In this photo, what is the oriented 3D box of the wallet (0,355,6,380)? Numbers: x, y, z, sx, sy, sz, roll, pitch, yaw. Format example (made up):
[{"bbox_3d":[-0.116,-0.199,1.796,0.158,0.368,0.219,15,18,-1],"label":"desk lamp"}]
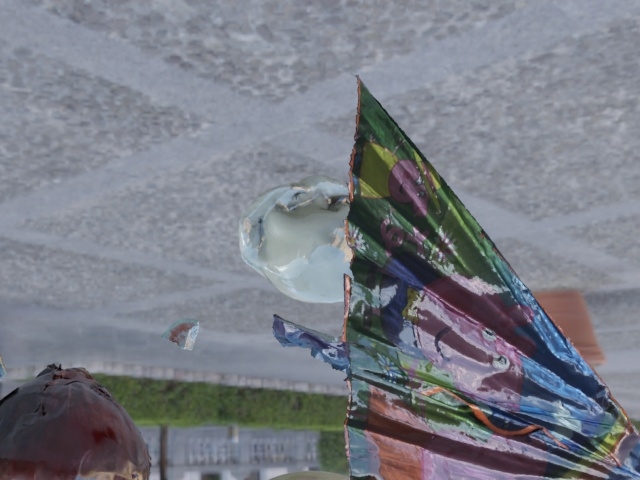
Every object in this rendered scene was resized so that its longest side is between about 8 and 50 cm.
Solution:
[{"bbox_3d":[-0.648,0.131,1.303,0.360,0.252,0.083,1,-151,34],"label":"wallet"}]

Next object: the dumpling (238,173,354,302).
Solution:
[{"bbox_3d":[0.000,0.000,1.069,0.250,0.163,0.132,21,169,-35],"label":"dumpling"}]

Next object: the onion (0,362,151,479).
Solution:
[{"bbox_3d":[-0.338,0.302,1.032,0.280,0.281,0.221,-15,147,43],"label":"onion"}]

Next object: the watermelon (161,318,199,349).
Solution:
[{"bbox_3d":[-0.289,0.207,1.801,0.085,0.061,0.085,-9,133,-10],"label":"watermelon"}]

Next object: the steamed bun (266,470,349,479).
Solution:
[{"bbox_3d":[0.006,0.396,1.001,0.170,0.226,0.200,-8,142,-16],"label":"steamed bun"}]

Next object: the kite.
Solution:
[{"bbox_3d":[0.064,0.085,0.412,0.233,0.321,0.016,15,-154,36],"label":"kite"}]
